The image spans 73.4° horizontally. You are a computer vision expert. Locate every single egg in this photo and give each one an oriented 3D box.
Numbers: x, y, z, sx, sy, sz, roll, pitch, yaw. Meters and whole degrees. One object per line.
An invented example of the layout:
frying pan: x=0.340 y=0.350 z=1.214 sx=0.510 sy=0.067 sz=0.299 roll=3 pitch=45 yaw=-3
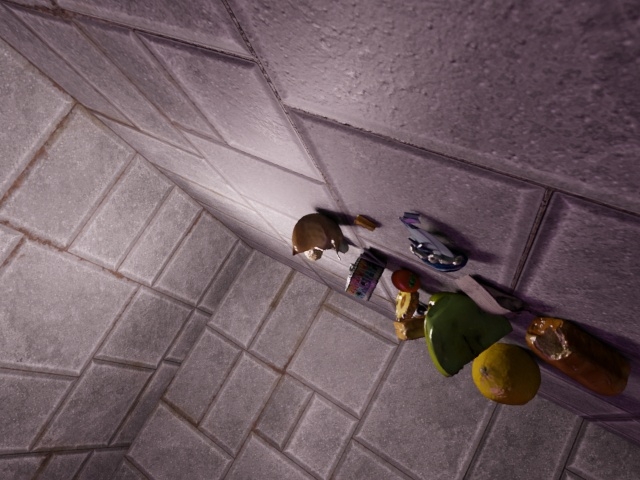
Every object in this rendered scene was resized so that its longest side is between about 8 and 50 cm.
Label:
egg: x=-0.034 y=0.043 z=2.348 sx=0.118 sy=0.116 sz=0.140 roll=32 pitch=133 yaw=56

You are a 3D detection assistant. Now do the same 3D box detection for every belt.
belt: x=0.204 y=0.165 z=2.057 sx=0.161 sy=0.206 sz=0.295 roll=26 pitch=167 yaw=9

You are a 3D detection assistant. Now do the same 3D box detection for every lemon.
lemon: x=0.941 y=0.675 z=2.175 sx=0.336 sy=0.336 sz=0.336 roll=29 pitch=168 yaw=6

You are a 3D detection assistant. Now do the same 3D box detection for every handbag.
handbag: x=0.169 y=-0.062 z=1.622 sx=0.083 sy=0.027 sz=0.061 roll=28 pitch=167 yaw=3

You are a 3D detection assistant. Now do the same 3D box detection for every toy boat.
toy boat: x=0.579 y=0.416 z=2.417 sx=0.269 sy=0.140 sz=0.141 roll=17 pitch=163 yaw=50
toy boat: x=0.342 y=0.009 z=1.411 sx=0.292 sy=0.070 sz=0.210 roll=37 pitch=163 yaw=-14

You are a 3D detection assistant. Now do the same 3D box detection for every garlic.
garlic: x=0.011 y=-0.013 z=1.842 sx=0.151 sy=0.196 sz=0.338 roll=22 pitch=168 yaw=-39

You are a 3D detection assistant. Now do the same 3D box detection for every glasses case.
glasses case: x=0.007 y=-0.007 z=2.172 sx=0.299 sy=0.060 sz=0.114 roll=18 pitch=161 yaw=47

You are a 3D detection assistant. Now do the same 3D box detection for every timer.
timer: x=0.393 y=0.182 z=1.945 sx=0.136 sy=0.099 sz=0.136 roll=16 pitch=162 yaw=6

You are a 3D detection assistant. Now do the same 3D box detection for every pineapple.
pineapple: x=0.431 y=0.302 z=2.112 sx=0.076 sy=0.224 sz=0.225 roll=14 pitch=170 yaw=-7

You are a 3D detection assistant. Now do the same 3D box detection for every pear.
pear: x=0.566 y=0.364 z=1.811 sx=0.318 sy=0.342 sz=0.238 roll=55 pitch=173 yaw=19

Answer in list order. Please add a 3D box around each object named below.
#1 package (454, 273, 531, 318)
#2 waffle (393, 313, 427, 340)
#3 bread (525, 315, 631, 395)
package: x=0.624 y=0.216 z=1.597 sx=0.251 sy=0.062 sz=0.204 roll=33 pitch=168 yaw=8
waffle: x=0.547 y=0.418 z=2.147 sx=0.328 sy=0.098 sz=0.224 roll=-13 pitch=173 yaw=-4
bread: x=0.893 y=0.407 z=1.509 sx=0.344 sy=0.148 sz=0.195 roll=32 pitch=168 yaw=-6
